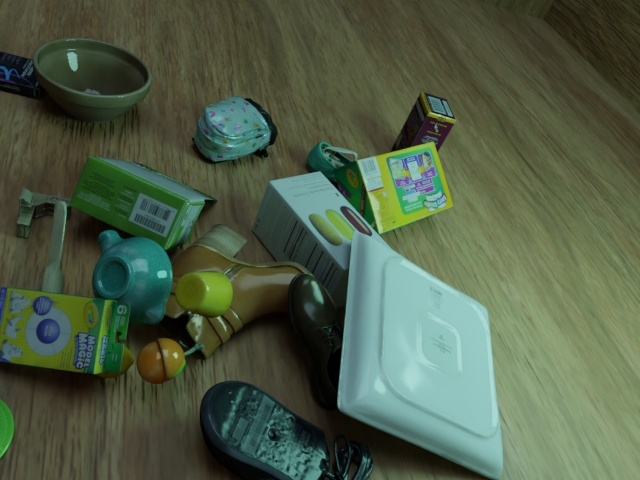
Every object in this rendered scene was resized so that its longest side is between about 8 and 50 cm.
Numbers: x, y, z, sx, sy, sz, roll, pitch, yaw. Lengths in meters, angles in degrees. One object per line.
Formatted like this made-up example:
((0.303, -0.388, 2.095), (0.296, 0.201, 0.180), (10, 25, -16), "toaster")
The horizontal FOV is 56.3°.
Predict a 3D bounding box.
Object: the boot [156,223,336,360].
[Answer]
((-0.129, 0.112, 1.002), (0.283, 0.109, 0.220), (36, 47, -3), "boot")

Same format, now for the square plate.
((0.185, 0.180, 1.005), (0.347, 0.049, 0.344), (31, 45, -25), "square plate")

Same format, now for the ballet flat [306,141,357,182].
((0.083, -0.158, 1.416), (0.247, 0.087, 0.083), (30, 39, 6), "ballet flat")

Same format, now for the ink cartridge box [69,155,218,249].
((-0.316, -0.073, 1.129), (0.189, 0.097, 0.255), (25, 5, 1), "ink cartridge box")

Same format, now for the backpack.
((-0.202, -0.254, 1.358), (0.152, 0.115, 0.182), (43, 45, 18), "backpack")

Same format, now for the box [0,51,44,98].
((-0.684, -0.369, 1.309), (0.162, 0.029, 0.116), (12, 41, -16), "box")

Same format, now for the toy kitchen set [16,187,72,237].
((-0.476, -0.053, 1.031), (0.075, 0.068, 0.083), (10, 42, -17), "toy kitchen set")

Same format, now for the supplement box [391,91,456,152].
((0.264, -0.272, 1.554), (0.081, 0.188, 0.104), (12, 41, -16), "supplement box")

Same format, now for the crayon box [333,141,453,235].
((0.173, -0.117, 1.359), (0.278, 0.081, 0.165), (-19, 93, -40), "crayon box")

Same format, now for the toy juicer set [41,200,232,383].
((-0.302, 0.093, 0.902), (0.329, 0.209, 0.089), (23, 0, 21), "toy juicer set")

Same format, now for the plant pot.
((-0.497, -0.334, 1.301), (0.237, 0.110, 0.237), (15, 40, -13), "plant pot")

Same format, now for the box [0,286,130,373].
((-0.360, 0.126, 0.831), (0.179, 0.043, 0.105), (6, 83, 4), "box")

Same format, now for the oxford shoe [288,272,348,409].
((0.015, 0.153, 0.961), (0.083, 0.096, 0.227), (-15, 78, -28), "oxford shoe")

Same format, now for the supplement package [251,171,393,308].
((0.000, 0.000, 1.161), (0.139, 0.134, 0.244), (-17, 55, -39), "supplement package")

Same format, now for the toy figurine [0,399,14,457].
((-0.453, 0.196, 0.695), (0.173, 0.159, 0.130), (-13, 52, -36), "toy figurine")

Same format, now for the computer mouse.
((-0.064, 0.309, 0.846), (0.272, 0.072, 0.188), (37, 37, -4), "computer mouse")
